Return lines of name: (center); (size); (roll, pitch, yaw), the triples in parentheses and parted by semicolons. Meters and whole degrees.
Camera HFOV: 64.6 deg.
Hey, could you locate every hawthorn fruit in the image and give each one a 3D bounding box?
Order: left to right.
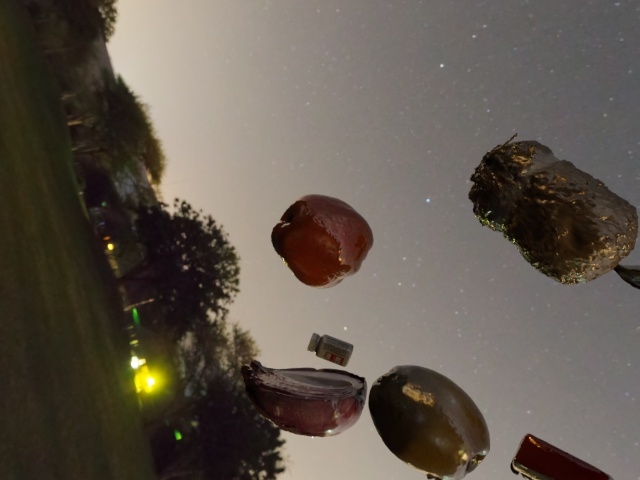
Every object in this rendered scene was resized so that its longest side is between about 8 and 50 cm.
hawthorn fruit: (0.000, 0.000, 0.949); (0.189, 0.189, 0.189); (51, -30, 46)

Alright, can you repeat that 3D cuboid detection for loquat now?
loquat: (0.190, 0.324, 0.916); (0.227, 0.179, 0.179); (34, -41, 35)

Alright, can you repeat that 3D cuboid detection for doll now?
doll: (0.247, -0.014, 0.510); (0.221, 0.105, 0.115); (48, 3, 20)

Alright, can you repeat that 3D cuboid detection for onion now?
onion: (-0.047, 0.325, 1.042); (0.284, 0.227, 0.120); (8, -90, 24)

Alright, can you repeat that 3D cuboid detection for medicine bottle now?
medicine bottle: (0.031, 0.351, 1.638); (0.079, 0.140, 0.079); (20, 90, -86)

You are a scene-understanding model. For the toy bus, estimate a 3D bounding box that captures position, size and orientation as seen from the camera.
toy bus: (0.667, 0.638, 1.386); (0.265, 0.121, 0.120); (22, -25, 33)
